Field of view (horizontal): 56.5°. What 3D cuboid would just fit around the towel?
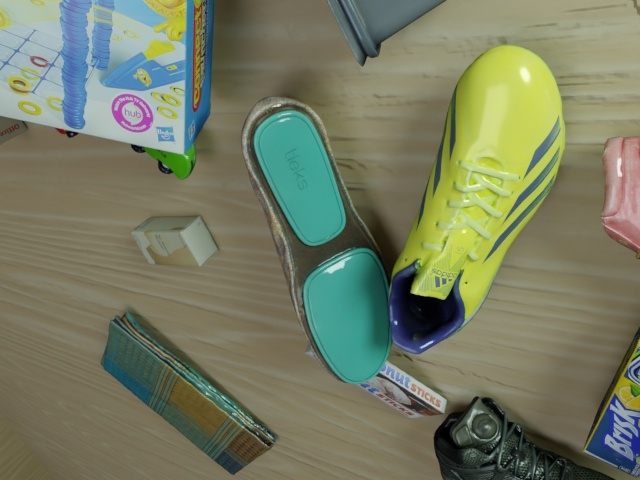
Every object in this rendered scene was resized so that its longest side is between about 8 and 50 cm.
[{"bbox_3d":[-0.272,0.310,1.171,0.370,0.040,0.271,39,142,1],"label":"towel"}]

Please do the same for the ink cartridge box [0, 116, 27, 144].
[{"bbox_3d":[-0.500,-0.191,0.857,0.052,0.088,0.122,3,127,35],"label":"ink cartridge box"}]

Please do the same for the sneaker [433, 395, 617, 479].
[{"bbox_3d":[0.225,0.252,0.665,0.228,0.087,0.130,9,137,41],"label":"sneaker"}]

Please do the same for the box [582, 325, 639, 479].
[{"bbox_3d":[0.288,0.137,0.529,0.054,0.059,0.168,22,137,26],"label":"box"}]

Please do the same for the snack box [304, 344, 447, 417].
[{"bbox_3d":[0.069,0.167,0.729,0.178,0.022,0.064,35,145,-19],"label":"snack box"}]

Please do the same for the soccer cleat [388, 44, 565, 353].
[{"bbox_3d":[0.117,-0.011,0.486,0.094,0.121,0.289,27,138,18],"label":"soccer cleat"}]

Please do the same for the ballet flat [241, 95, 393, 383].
[{"bbox_3d":[0.000,0.000,0.617,0.106,0.108,0.315,-134,26,-65],"label":"ballet flat"}]

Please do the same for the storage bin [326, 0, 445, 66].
[{"bbox_3d":[0.041,-0.205,0.407,0.091,0.098,0.135,-22,112,19],"label":"storage bin"}]

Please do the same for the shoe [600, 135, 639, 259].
[{"bbox_3d":[0.258,0.001,0.432,0.081,0.063,0.177,-1,119,42],"label":"shoe"}]

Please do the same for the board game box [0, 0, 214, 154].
[{"bbox_3d":[-0.244,-0.246,0.490,0.309,0.086,0.301,12,132,0],"label":"board game box"}]

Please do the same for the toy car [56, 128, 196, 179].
[{"bbox_3d":[-0.225,-0.158,0.686,0.225,0.053,0.239,39,145,0],"label":"toy car"}]

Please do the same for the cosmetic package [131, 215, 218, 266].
[{"bbox_3d":[-0.203,0.001,0.825,0.115,0.041,0.060,-1,124,40],"label":"cosmetic package"}]
